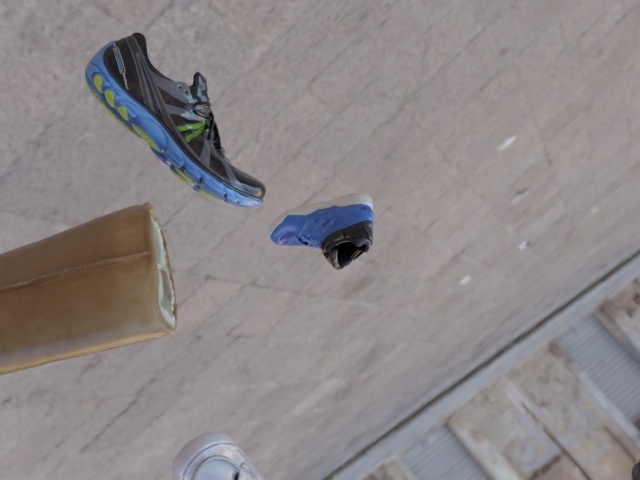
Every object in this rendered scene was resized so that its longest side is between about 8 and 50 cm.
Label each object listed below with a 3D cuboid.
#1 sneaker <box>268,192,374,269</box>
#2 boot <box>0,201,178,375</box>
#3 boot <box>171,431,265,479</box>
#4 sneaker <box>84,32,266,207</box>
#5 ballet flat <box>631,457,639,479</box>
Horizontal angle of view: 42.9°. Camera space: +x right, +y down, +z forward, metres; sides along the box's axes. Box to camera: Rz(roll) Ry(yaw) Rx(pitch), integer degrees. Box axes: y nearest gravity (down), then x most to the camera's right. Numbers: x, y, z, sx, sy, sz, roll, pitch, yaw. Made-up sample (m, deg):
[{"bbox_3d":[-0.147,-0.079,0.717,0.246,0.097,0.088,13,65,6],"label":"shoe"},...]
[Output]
[{"bbox_3d":[0.000,0.000,1.049,0.152,0.085,0.058,-16,148,22],"label":"sneaker"},{"bbox_3d":[-0.240,0.087,0.598,0.269,0.236,0.089,-14,141,-5],"label":"boot"},{"bbox_3d":[-0.103,0.355,1.123,0.095,0.123,0.258,-48,147,-10],"label":"boot"},{"bbox_3d":[-0.110,-0.098,0.690,0.078,0.188,0.067,-49,-159,-14],"label":"sneaker"},{"bbox_3d":[0.436,0.313,1.039,0.049,0.057,0.173,-48,133,-14],"label":"ballet flat"}]
